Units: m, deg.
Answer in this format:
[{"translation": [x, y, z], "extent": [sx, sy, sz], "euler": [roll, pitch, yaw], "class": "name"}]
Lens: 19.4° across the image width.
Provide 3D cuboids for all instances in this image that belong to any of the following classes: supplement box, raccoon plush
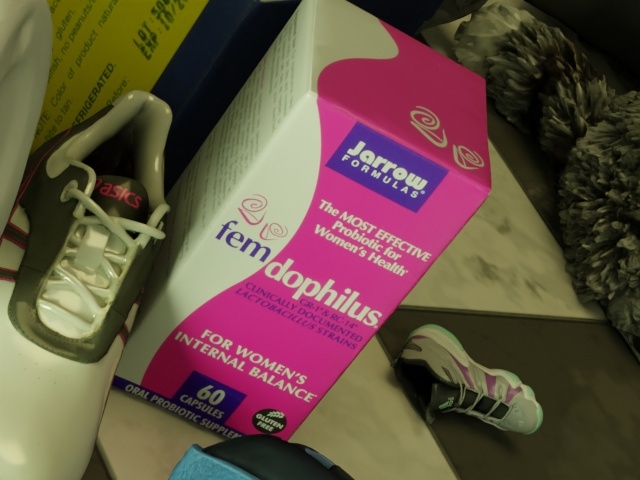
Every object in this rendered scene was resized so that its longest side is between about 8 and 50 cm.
[{"translation": [-0.015, -0.007, 0.995], "extent": [0.111, 0.220, 0.114], "euler": [27, 32, -16], "class": "supplement box"}, {"translation": [0.295, -0.100, 1.359], "extent": [0.446, 0.299, 0.216], "euler": [47, 33, 17], "class": "raccoon plush"}, {"translation": [-0.130, -0.200, 1.164], "extent": [0.356, 0.194, 0.195], "euler": [49, 33, 20], "class": "supplement box"}]

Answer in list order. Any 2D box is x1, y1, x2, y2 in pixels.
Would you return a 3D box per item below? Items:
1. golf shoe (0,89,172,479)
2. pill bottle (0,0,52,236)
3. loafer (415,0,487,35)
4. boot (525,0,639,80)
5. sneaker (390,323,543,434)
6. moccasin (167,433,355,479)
[{"translation": [-0.136, 0.025, 0.933], "extent": [0.105, 0.120, 0.273], "euler": [28, 33, -18], "class": "golf shoe"}, {"translation": [-0.278, -0.078, 0.834], "extent": [0.283, 0.160, 0.160], "euler": [17, 32, 2], "class": "pill bottle"}, {"translation": [0.025, -0.193, 1.437], "extent": [0.302, 0.095, 0.109], "euler": [-20, 103, -52], "class": "loafer"}, {"translation": [0.366, -0.114, 1.569], "extent": [0.445, 0.146, 0.367], "euler": [43, 14, 1], "class": "boot"}, {"translation": [0.085, 0.097, 1.141], "extent": [0.098, 0.038, 0.069], "euler": [32, 31, 10], "class": "sneaker"}, {"translation": [0.072, 0.207, 0.883], "extent": [0.342, 0.138, 0.117], "euler": [48, 28, 17], "class": "moccasin"}]
